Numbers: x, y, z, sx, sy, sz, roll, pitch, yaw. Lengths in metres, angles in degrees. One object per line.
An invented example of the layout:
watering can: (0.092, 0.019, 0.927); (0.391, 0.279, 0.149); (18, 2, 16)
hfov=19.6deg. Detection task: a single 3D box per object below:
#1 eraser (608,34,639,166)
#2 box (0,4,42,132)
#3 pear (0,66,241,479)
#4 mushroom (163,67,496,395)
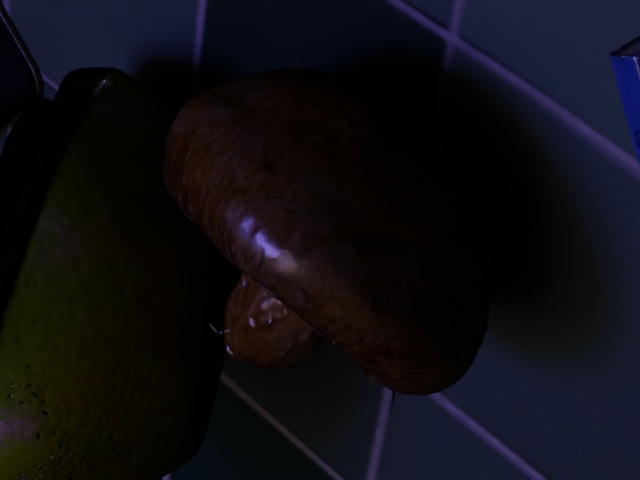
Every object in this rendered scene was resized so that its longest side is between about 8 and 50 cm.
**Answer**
eraser: (0.207, -0.082, 1.097); (0.027, 0.063, 0.084); (4, 118, 52)
box: (-0.360, -0.154, 1.748); (0.201, 0.090, 0.144); (-25, 96, 56)
pear: (-0.158, 0.059, 1.471); (0.165, 0.398, 0.398); (12, 134, 3)
mushroom: (0.005, -0.008, 1.294); (0.263, 0.195, 0.283); (37, 160, -5)
